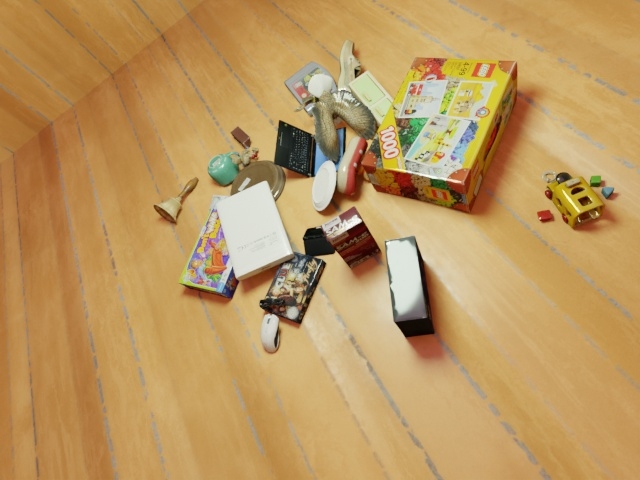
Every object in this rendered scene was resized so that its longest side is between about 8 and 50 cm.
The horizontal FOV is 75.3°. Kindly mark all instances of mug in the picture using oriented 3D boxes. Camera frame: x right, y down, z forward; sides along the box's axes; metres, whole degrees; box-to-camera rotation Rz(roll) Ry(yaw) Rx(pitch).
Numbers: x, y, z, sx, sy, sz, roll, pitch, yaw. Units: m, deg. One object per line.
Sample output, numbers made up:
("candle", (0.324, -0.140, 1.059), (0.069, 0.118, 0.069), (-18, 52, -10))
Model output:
("mug", (-0.451, -0.345, 1.913), (0.129, 0.097, 0.158), (-3, 59, 33))

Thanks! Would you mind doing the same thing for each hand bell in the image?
("hand bell", (-0.657, -0.209, 1.964), (0.126, 0.126, 0.242), (18, 60, 31))

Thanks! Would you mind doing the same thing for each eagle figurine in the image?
("eagle figurine", (0.059, -0.508, 1.690), (0.298, 0.225, 0.226), (60, 136, 23))

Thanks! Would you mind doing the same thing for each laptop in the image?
("laptop", (-0.040, -0.400, 1.739), (0.136, 0.264, 0.234), (-36, 44, 50))

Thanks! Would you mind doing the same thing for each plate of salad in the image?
("plate of salad", (0.020, -0.212, 1.624), (0.200, 0.048, 0.200), (-29, 56, 57))

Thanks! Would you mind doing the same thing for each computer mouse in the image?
("computer mouse", (-0.177, 0.297, 1.458), (0.106, 0.042, 0.193), (-1, 83, 28))

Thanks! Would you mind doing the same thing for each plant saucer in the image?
("plant saucer", (-0.285, -0.244, 1.831), (0.277, 0.041, 0.278), (-11, 61, 20))

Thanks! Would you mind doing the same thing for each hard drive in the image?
("hard drive", (-0.262, -0.044, 1.622), (0.233, 0.047, 0.353), (-24, 63, 3))

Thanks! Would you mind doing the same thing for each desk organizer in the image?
("desk organizer", (-0.378, -0.496, 2.001), (0.050, 0.047, 0.130), (-42, 55, -4))

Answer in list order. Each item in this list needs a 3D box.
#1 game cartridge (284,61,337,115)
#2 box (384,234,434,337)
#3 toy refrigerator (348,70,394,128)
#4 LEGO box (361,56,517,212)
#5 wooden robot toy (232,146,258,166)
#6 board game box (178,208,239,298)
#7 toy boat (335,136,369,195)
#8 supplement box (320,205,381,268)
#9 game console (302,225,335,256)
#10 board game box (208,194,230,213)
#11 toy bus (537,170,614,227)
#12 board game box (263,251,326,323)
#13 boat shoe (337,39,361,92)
("game cartridge", (-0.037, -0.728, 1.964), (0.196, 0.060, 0.294), (-33, 55, 1))
("box", (0.275, 0.144, 1.279), (0.103, 0.184, 0.261), (-12, 60, 19))
("toy refrigerator", (0.230, -0.568, 1.706), (0.102, 0.094, 0.269), (-33, 64, 5))
("LEGO box", (0.430, -0.390, 1.482), (0.372, 0.193, 0.500), (18, 73, 31))
("wooden robot toy", (-0.336, -0.368, 1.899), (0.076, 0.079, 0.173), (20, 35, 13))
("board game box", (-0.410, 0.047, 1.710), (0.233, 0.078, 0.347), (7, 68, 28))
("toy boat", (0.150, -0.275, 1.603), (0.151, 0.151, 0.231), (22, 73, 2))
("supplement box", (0.108, -0.004, 1.398), (0.130, 0.239, 0.073), (-31, 56, 8))
("game console", (0.000, 0.000, 1.586), (0.122, 0.071, 0.107), (-9, 31, 20))
("board game box", (-0.455, -0.157, 1.863), (0.090, 0.020, 0.090), (8, 79, 31))
("toy bus", (0.760, -0.144, 1.254), (0.202, 0.104, 0.191), (19, 73, 31))
("board game box", (-0.100, 0.166, 1.525), (0.165, 0.042, 0.243), (13, 71, 30))
("boat shoe", (0.140, -0.770, 1.874), (0.098, 0.109, 0.302), (2, 72, 15))
